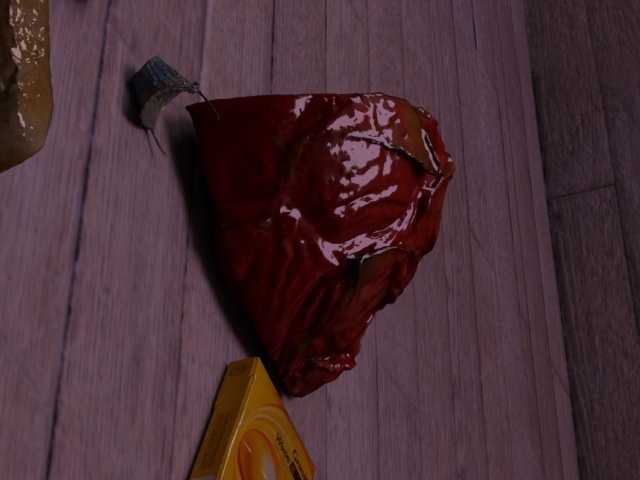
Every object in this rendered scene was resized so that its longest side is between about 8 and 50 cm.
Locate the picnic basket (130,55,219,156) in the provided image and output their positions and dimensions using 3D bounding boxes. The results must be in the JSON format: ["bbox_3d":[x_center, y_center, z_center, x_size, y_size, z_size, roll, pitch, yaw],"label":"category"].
[{"bbox_3d":[-0.139,-0.125,1.232,0.083,0.065,0.083,52,11,-3],"label":"picnic basket"}]

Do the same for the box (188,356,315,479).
[{"bbox_3d":[-0.066,0.244,1.209,0.269,0.043,0.152,-73,145,-55],"label":"box"}]

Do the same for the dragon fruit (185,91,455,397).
[{"bbox_3d":[0.000,0.000,1.414,0.240,0.302,0.330,-146,-127,-70],"label":"dragon fruit"}]

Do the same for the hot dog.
[{"bbox_3d":[-0.232,-0.157,0.941,0.073,0.084,0.242,35,44,-69],"label":"hot dog"}]
